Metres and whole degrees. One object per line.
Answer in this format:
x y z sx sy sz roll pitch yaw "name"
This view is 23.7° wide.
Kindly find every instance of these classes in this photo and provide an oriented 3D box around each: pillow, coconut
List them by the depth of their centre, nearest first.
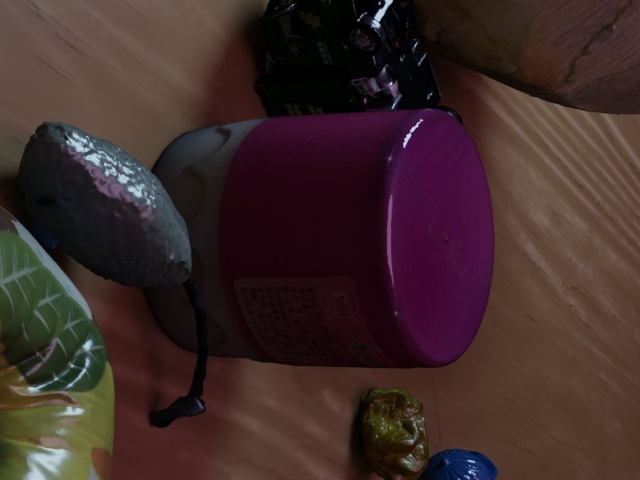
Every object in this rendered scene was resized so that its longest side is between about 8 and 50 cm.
-0.182 0.079 0.800 0.214 0.086 0.233 -87 157 -44 "pillow"
0.235 -0.276 1.331 0.346 0.360 0.346 30 33 -21 "coconut"

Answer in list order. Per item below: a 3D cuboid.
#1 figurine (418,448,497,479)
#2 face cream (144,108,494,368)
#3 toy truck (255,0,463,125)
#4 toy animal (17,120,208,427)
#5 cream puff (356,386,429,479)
0.121 0.256 1.406 0.079 0.077 0.136 2 106 -27 "figurine"
0.000 0.000 1.047 0.175 0.194 0.175 7 82 -60 "face cream"
0.035 -0.100 1.186 0.088 0.121 0.259 -60 139 -41 "toy truck"
-0.114 0.017 0.963 0.253 0.079 0.070 63 32 -41 "toy animal"
0.060 0.166 1.299 0.058 0.083 0.083 1 103 -17 "cream puff"
